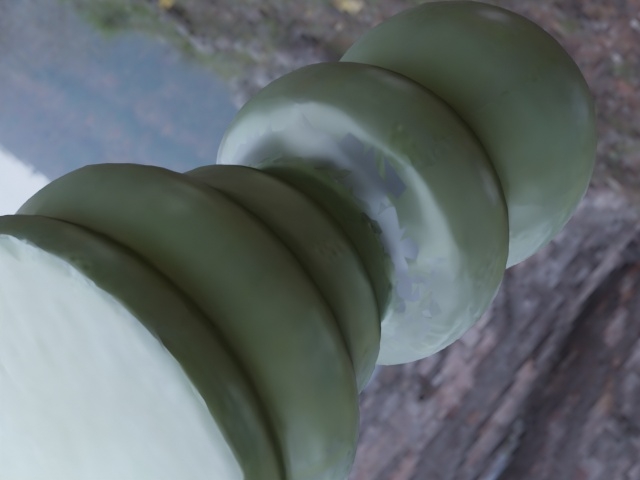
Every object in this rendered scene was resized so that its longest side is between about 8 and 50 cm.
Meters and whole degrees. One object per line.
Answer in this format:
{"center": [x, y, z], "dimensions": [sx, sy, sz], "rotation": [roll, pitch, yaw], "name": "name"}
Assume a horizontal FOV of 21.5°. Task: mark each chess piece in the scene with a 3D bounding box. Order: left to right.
{"center": [0.000, 0.000, 0.576], "dimensions": [0.144, 0.251, 0.144], "rotation": [24, 133, 29], "name": "chess piece"}
